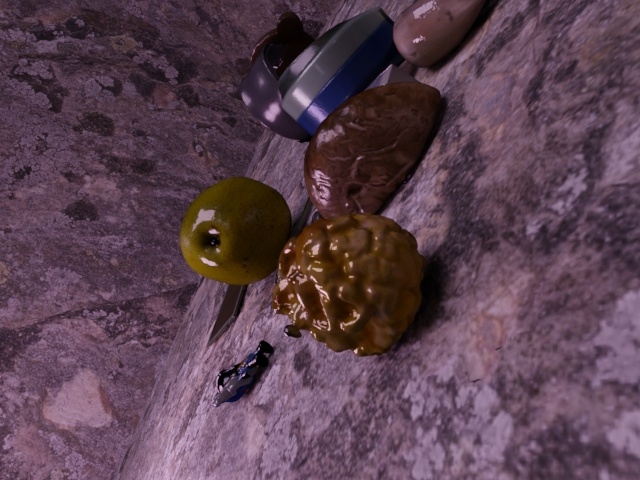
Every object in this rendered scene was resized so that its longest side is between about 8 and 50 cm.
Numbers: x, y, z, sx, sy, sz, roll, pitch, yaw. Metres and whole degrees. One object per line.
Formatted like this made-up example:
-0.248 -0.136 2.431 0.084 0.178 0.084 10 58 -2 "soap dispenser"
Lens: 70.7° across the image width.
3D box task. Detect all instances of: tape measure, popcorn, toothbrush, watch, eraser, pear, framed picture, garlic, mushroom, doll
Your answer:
0.036 -0.351 0.967 0.262 0.138 0.259 -42 7 -15 "tape measure"
0.033 0.050 0.524 0.170 0.180 0.180 -34 -5 -40 "popcorn"
-0.056 -0.023 1.109 0.028 0.026 0.294 -9 54 47 "toothbrush"
-0.077 -0.493 1.471 0.314 0.335 0.326 -40 47 40 "watch"
0.102 -0.231 0.839 0.212 0.092 0.046 -30 39 61 "eraser"
-0.210 -0.020 1.131 0.294 0.294 0.294 -54 20 29 "pear"
-0.286 0.185 1.488 0.232 0.019 0.296 -47 23 41 "framed picture"
0.217 -0.378 0.751 0.267 0.129 0.148 -3 73 58 "garlic"
0.061 -0.149 0.741 0.285 0.151 0.156 -55 21 26 "mushroom"
-0.170 0.283 0.927 0.195 0.070 0.096 -48 7 23 "doll"

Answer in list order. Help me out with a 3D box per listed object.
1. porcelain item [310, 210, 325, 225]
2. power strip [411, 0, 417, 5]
0.000 0.000 0.840 0.215 0.069 0.081 -79 -11 -45 "porcelain item"
0.248 -0.559 0.940 0.198 0.065 0.213 -51 21 33 "power strip"
